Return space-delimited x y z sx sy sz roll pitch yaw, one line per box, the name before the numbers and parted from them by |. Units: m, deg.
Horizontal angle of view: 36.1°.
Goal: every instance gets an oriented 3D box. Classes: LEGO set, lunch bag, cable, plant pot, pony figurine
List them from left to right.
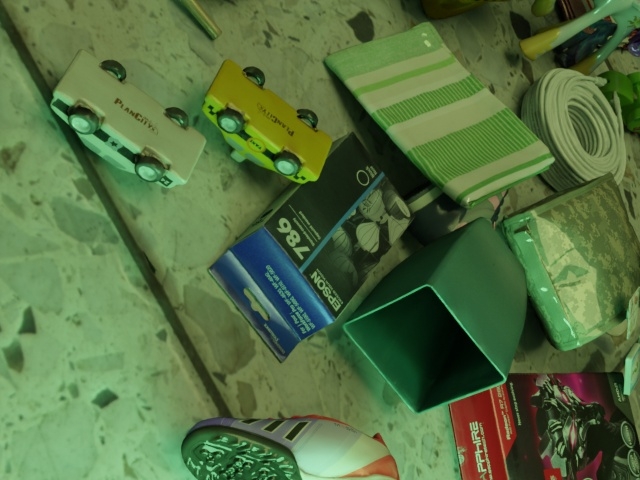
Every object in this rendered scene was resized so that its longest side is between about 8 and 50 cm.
plant pot | 0.180 0.085 1.351 0.165 0.165 0.234 51 41 -10
lunch bag | 0.417 0.039 1.643 0.287 0.168 0.235 -20 87 -51
cable | 0.482 -0.205 1.871 0.257 0.089 0.257 13 64 -38
pony figurine | 0.596 -0.448 1.879 0.351 0.363 0.303 15 51 -48
LEGO set | 0.551 0.111 1.604 0.182 0.060 0.244 -39 132 -45

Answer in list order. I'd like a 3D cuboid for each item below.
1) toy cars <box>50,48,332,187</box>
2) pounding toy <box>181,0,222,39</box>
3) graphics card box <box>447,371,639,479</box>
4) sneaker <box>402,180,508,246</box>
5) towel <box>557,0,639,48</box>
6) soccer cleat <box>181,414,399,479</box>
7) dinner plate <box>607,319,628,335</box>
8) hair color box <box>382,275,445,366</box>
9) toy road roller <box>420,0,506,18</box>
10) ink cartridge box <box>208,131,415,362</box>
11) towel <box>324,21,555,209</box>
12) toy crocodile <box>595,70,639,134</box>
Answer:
toy cars | -0.161 -0.140 1.247 0.393 0.087 0.177 -5 70 -41
pounding toy | -0.156 -0.428 1.384 0.183 0.110 0.237 44 76 -35
graphics card box | 0.360 0.324 1.516 0.370 0.094 0.233 8 66 -42
sneaker | 0.251 -0.065 1.579 0.319 0.112 0.131 -29 91 -38
towel | 0.608 -0.535 2.175 0.329 0.037 0.237 -9 76 -47
soccer cleat | -0.033 0.257 1.187 0.318 0.108 0.116 23 37 -32
dinner plate | 0.540 0.109 1.836 0.141 0.017 0.141 21 57 -36
hair color box | 0.136 0.119 1.433 0.072 0.043 0.141 10 65 -38
toy road roller | 0.303 -0.505 1.719 0.329 0.240 0.203 -14 83 -42
ink cartridge box | 0.000 0.000 1.347 0.165 0.065 0.333 52 46 -13
towel | 0.193 -0.203 1.538 0.247 0.038 0.325 -26 69 -38
toy crocodile | 0.699 -0.267 2.102 0.340 0.105 0.115 19 59 -42
